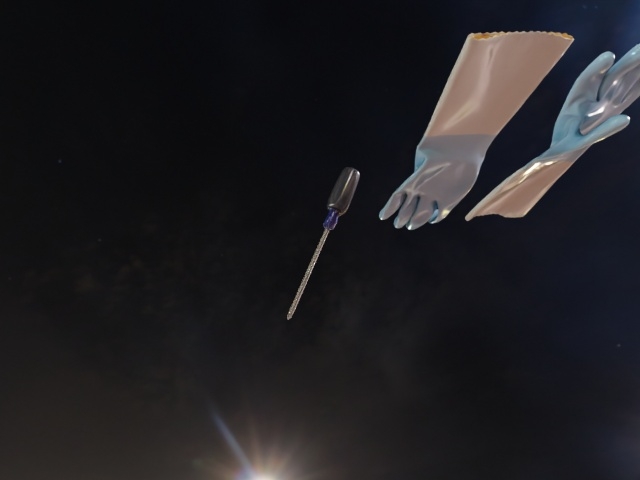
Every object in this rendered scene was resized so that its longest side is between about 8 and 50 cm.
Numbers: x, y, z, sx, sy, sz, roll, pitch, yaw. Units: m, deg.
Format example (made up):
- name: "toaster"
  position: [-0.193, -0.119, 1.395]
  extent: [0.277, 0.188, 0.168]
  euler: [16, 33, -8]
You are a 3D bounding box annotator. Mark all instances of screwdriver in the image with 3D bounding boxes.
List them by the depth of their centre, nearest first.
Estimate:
- name: "screwdriver"
  position: [0.000, 0.000, 0.494]
  extent: [0.024, 0.169, 0.025]
  euler: [35, -19, -26]

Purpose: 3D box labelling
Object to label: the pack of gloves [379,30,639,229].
- name: "pack of gloves"
  position: [0.167, -0.065, 0.430]
  extent: [0.195, 0.046, 0.232]
  euler: [-8, -29, -18]
